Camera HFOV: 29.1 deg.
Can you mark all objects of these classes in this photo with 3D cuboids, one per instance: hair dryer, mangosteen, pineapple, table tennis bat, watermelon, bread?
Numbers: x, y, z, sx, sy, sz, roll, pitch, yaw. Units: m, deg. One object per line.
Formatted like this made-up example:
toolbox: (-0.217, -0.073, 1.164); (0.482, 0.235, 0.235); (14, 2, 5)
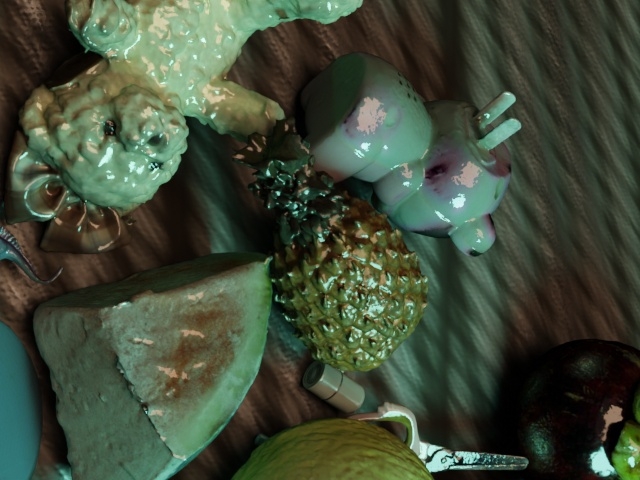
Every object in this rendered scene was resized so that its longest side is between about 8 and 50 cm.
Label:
hair dryer: (0.035, 0.166, 1.729); (0.082, 0.047, 0.137); (35, 63, -28)
mangosteen: (0.420, 0.282, 1.829); (0.288, 0.288, 0.288); (1, 88, -33)
pineapple: (0.000, 0.000, 1.581); (0.202, 0.202, 0.362); (-51, 129, -24)
table tennis bat: (-0.385, 0.243, 1.404); (0.215, 0.044, 0.329); (-22, 105, -62)
watermelon: (-0.220, 0.136, 1.478); (0.258, 0.228, 0.387); (34, 65, -17)
bread: (0.022, 0.390, 1.589); (0.320, 0.237, 0.321); (0, 108, -1)

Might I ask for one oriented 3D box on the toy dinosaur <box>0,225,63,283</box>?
toy dinosaur: (-0.399, 0.014, 1.448); (0.197, 0.045, 0.080); (24, 72, -21)

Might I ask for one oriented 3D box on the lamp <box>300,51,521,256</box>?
lamp: (0.141, -0.140, 1.691); (0.301, 0.247, 0.247); (32, 34, -29)

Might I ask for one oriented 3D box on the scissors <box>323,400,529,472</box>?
scissors: (0.147, 0.308, 1.740); (0.317, 0.024, 0.160); (6, 99, -15)

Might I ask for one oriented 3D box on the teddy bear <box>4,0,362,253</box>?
teddy bear: (-0.171, -0.178, 1.448); (0.327, 0.375, 0.362); (40, 54, -38)

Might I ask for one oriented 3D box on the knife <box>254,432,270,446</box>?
knife: (-0.021, 0.336, 1.693); (0.210, 0.028, 0.015); (50, 23, -21)
